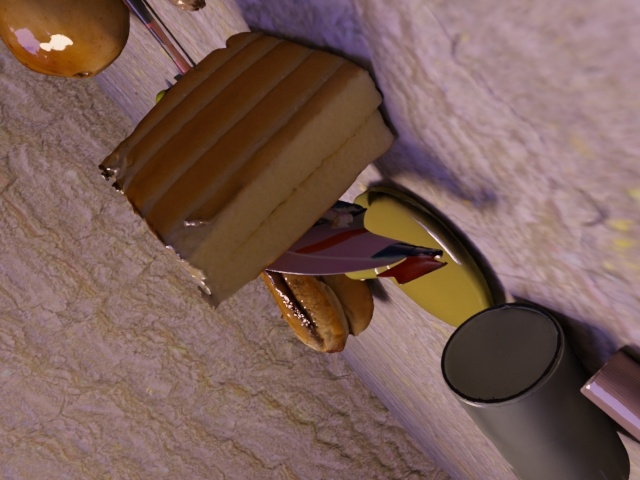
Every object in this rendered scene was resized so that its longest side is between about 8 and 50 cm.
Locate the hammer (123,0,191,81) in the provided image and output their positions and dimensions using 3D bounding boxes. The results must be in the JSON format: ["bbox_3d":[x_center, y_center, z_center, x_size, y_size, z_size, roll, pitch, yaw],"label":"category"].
[{"bbox_3d":[-0.284,-0.363,0.887,0.287,0.033,0.111,53,167,-24],"label":"hammer"}]

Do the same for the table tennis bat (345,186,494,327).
[{"bbox_3d":[0.107,0.030,0.743,0.224,0.054,0.369,52,165,-7],"label":"table tennis bat"}]

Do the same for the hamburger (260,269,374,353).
[{"bbox_3d":[-0.033,0.076,1.100,0.284,0.174,0.304,55,167,-25],"label":"hamburger"}]

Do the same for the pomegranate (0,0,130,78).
[{"bbox_3d":[-0.444,-0.385,0.934,0.233,0.233,0.233,45,169,11],"label":"pomegranate"}]

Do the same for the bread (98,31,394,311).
[{"bbox_3d":[-0.092,-0.088,0.557,0.239,0.246,0.111,37,169,45],"label":"bread"}]

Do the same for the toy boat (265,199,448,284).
[{"bbox_3d":[-0.029,0.005,0.588,0.318,0.219,0.071,-135,31,-58],"label":"toy boat"}]

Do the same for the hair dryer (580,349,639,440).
[{"bbox_3d":[0.291,0.130,0.365,0.195,0.054,0.220,41,167,30],"label":"hair dryer"}]

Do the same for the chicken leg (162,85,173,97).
[{"bbox_3d":[-0.204,-0.184,1.119,0.178,0.083,0.322,18,149,40],"label":"chicken leg"}]

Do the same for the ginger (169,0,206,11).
[{"bbox_3d":[-0.212,-0.359,0.566,0.258,0.065,0.149,48,-176,-36],"label":"ginger"}]

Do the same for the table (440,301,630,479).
[{"bbox_3d":[0.234,0.183,0.583,0.220,0.126,0.126,51,169,-27],"label":"table"}]

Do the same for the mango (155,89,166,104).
[{"bbox_3d":[-0.340,-0.306,1.242,0.073,0.056,0.108,52,173,6],"label":"mango"}]
